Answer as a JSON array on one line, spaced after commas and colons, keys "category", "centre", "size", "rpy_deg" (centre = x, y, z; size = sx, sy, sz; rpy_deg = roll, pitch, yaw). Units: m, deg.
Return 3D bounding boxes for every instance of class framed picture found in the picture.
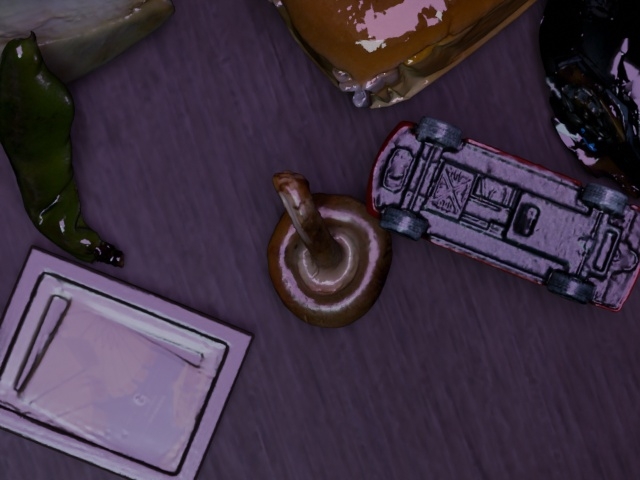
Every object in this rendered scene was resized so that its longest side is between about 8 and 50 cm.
[{"category": "framed picture", "centre": [-0.147, 0.093, 1.297], "size": [0.169, 0.023, 0.127], "rpy_deg": [22, 88, -3]}]

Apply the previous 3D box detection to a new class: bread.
[{"category": "bread", "centre": [0.084, -0.205, 1.266], "size": [0.241, 0.107, 0.136], "rpy_deg": [-38, 81, -1]}]

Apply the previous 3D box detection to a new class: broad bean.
[{"category": "broad bean", "centre": [-0.186, -0.059, 1.253], "size": [0.061, 0.046, 0.195], "rpy_deg": [0, 130, 24]}]

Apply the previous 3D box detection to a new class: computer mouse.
[{"category": "computer mouse", "centre": [0.248, -0.093, 1.295], "size": [0.146, 0.077, 0.241], "rpy_deg": [-44, 92, -1]}]

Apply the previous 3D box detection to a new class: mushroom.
[{"category": "mushroom", "centre": [0.000, -0.005, 1.277], "size": [0.088, 0.072, 0.129], "rpy_deg": [-15, 125, 10]}, {"category": "mushroom", "centre": [-0.261, -0.109, 1.257], "size": [0.333, 0.107, 0.087], "rpy_deg": [-30, 55, -2]}]

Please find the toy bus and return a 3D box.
[{"category": "toy bus", "centre": [0.126, -0.018, 1.279], "size": [0.195, 0.089, 0.081], "rpy_deg": [21, 88, -3]}]
